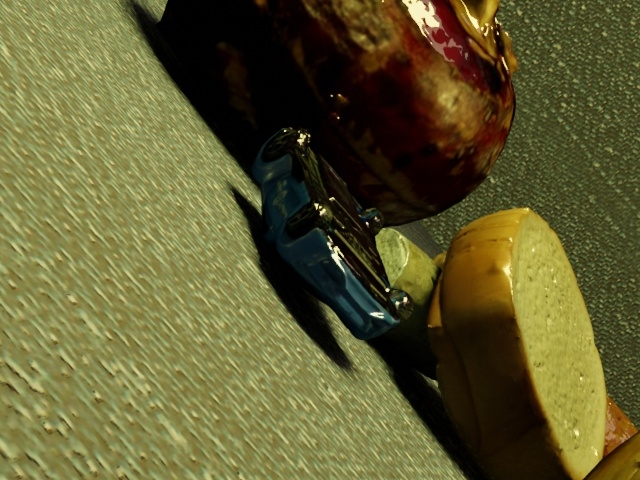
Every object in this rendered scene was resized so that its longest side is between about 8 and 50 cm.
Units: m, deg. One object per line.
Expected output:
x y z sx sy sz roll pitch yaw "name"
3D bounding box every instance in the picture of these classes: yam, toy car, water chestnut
0.070 0.051 1.132 0.179 0.078 0.078 40 12 -52 "yam"
0.000 0.000 0.971 0.103 0.063 0.216 48 13 -24 "toy car"
0.056 -0.188 1.253 0.335 0.347 0.335 50 16 -20 "water chestnut"

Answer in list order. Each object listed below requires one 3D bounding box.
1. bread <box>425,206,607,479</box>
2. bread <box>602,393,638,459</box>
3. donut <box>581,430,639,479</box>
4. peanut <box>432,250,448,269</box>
0.155 0.088 1.118 0.236 0.070 0.236 45 38 -51 "bread"
0.275 0.204 1.573 0.172 0.103 0.132 51 0 -3 "bread"
0.277 0.157 0.851 0.170 0.360 0.360 54 6 16 "donut"
0.163 0.073 1.497 0.159 0.109 0.140 -103 -176 -53 "peanut"
